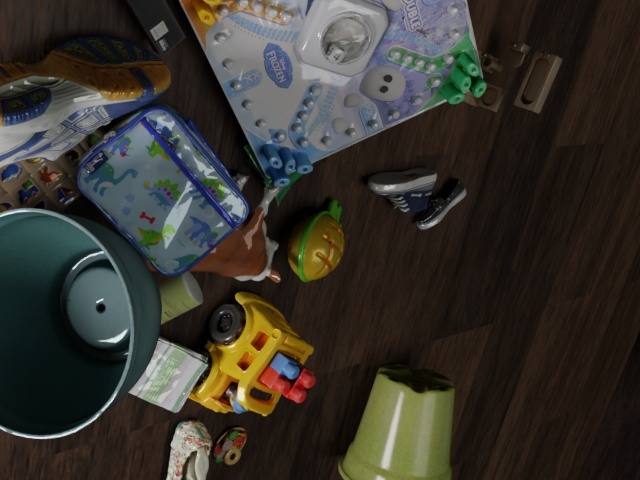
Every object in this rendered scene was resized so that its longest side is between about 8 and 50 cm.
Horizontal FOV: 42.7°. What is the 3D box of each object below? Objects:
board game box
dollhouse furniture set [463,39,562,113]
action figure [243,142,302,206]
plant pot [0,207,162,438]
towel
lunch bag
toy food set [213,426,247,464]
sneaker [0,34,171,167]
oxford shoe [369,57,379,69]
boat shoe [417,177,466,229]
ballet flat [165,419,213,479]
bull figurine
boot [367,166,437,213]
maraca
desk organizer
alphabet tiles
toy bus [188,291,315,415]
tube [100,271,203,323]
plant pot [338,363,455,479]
[{"bbox_3d":[0.037,-0.294,1.197,0.390,0.050,0.390,-25,133,0],"label":"board game box"},{"bbox_3d":[0.355,-0.323,1.603,0.123,0.151,0.144,9,107,-47],"label":"dollhouse furniture set"},{"bbox_3d":[-0.019,-0.181,1.390,0.232,0.063,0.137,-40,136,-14],"label":"action figure"},{"bbox_3d":[-0.338,0.100,1.122,0.293,0.293,0.196,-65,167,10],"label":"plant pot"},{"bbox_3d":[-0.278,0.220,1.386,0.152,0.023,0.113,31,91,-28],"label":"towel"},{"bbox_3d":[-0.218,-0.075,1.152,0.176,0.090,0.219,-37,111,0],"label":"lunch bag"},{"bbox_3d":[-0.182,0.414,1.654,0.082,0.020,0.083,31,92,-50],"label":"toy food set"},{"bbox_3d":[-0.333,-0.174,1.058,0.296,0.112,0.131,-24,156,-40],"label":"sneaker"},{"bbox_3d":[-0.005,-0.383,1.257,0.364,0.130,0.133,49,46,-43],"label":"oxford shoe"},{"bbox_3d":[0.254,-0.079,1.749,0.142,0.049,0.040,-41,119,-20],"label":"boat shoe"},{"bbox_3d":[-0.250,0.452,1.568,0.091,0.077,0.241,-19,128,-37],"label":"ballet flat"},{"bbox_3d":[-0.164,-0.015,1.328,0.310,0.101,0.188,-1,112,-45],"label":"bull figurine"},{"bbox_3d":[0.161,-0.090,1.624,0.190,0.069,0.086,-12,120,-42],"label":"boot"},{"bbox_3d":[0.000,0.000,1.509,0.186,0.099,0.127,-51,151,-49],"label":"maraca"},{"bbox_3d":[-0.238,-0.315,1.092,0.047,0.050,0.130,-44,139,-15],"label":"desk organizer"},{"bbox_3d":[-0.402,-0.104,1.101,0.237,0.009,0.198,-42,138,-16],"label":"alphabet tiles"},{"bbox_3d":[-0.115,0.236,1.457,0.220,0.211,0.149,-55,142,0],"label":"toy bus"},{"bbox_3d":[-0.299,0.125,1.272,0.240,0.062,0.070,-26,98,8],"label":"tube"},{"bbox_3d":[0.197,0.431,1.887,0.276,0.276,0.254,1,103,-45],"label":"plant pot"}]
